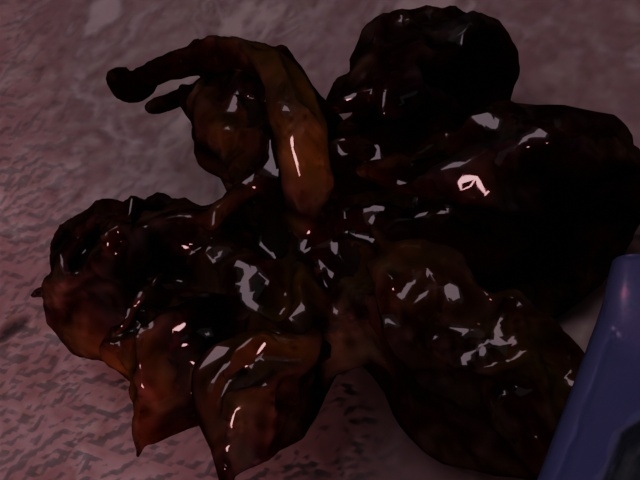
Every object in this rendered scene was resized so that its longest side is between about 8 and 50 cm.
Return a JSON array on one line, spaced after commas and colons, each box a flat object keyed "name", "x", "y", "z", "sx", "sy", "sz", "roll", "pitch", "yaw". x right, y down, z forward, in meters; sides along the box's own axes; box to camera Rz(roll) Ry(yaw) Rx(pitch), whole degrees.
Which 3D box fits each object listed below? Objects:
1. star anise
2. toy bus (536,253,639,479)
[{"name": "star anise", "x": 0.000, "y": 0.000, "z": 0.599, "sx": 0.220, "sy": 0.126, "sz": 0.190, "roll": -3, "pitch": 61, "yaw": 20}, {"name": "toy bus", "x": 0.110, "y": 0.102, "z": 0.469, "sx": 0.125, "sy": 0.133, "sz": 0.292, "roll": 10, "pitch": 63, "yaw": 31}]
